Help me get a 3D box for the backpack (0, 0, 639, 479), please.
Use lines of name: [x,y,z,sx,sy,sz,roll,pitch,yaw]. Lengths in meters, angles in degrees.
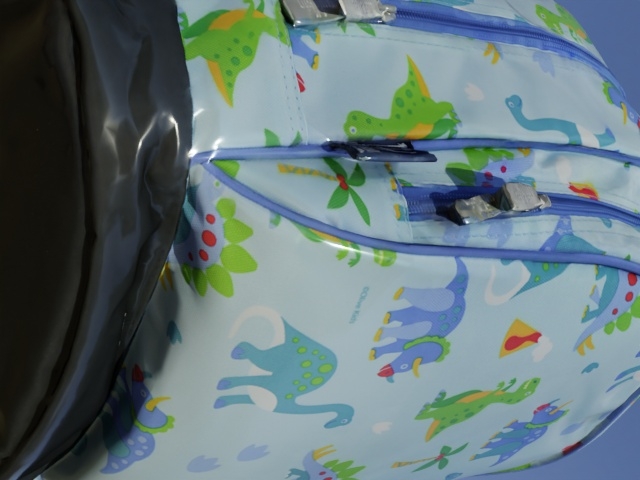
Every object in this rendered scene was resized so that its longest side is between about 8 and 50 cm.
backpack: [0.000,0.000,0.690,0.273,0.355,0.290,50,-50,23]
